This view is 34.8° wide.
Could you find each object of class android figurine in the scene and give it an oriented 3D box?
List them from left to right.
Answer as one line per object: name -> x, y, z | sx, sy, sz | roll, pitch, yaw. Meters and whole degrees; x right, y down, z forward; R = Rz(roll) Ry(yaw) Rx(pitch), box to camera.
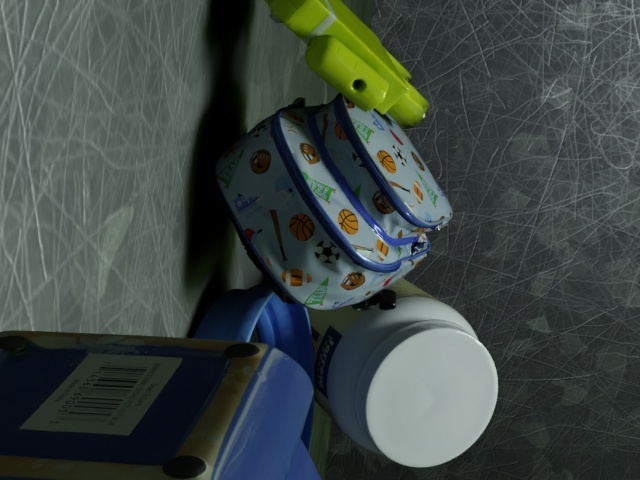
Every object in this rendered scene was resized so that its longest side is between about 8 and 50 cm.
android figurine -> 0.008, -0.235, 1.136 | 0.056, 0.273, 0.248 | -44, -149, 16

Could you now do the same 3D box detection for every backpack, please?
backpack -> 0.011, -0.044, 1.168 | 0.213, 0.276, 0.263 | -42, 172, 28

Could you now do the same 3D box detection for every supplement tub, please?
supplement tub -> 0.093, 0.173, 1.500 | 0.325, 0.235, 0.235 | -147, -119, -65

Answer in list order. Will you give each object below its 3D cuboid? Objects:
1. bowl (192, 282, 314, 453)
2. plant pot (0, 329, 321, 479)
bowl -> -0.091, 0.244, 1.263 | 0.391, 0.077, 0.391 | 4, 90, -76
plant pot -> -0.115, 0.174, 0.537 | 0.236, 0.236, 0.212 | -62, 152, -71
